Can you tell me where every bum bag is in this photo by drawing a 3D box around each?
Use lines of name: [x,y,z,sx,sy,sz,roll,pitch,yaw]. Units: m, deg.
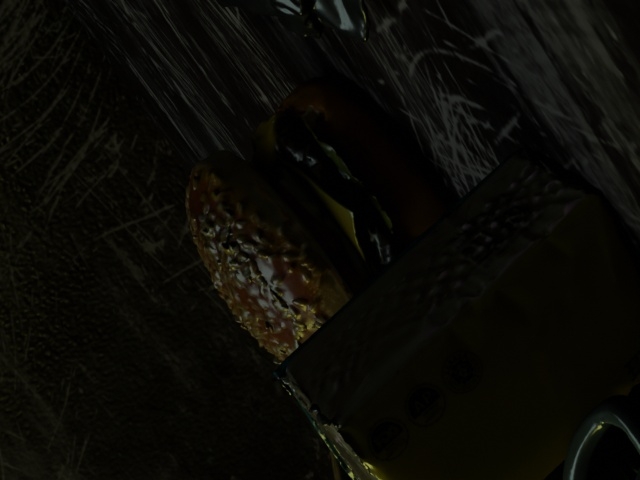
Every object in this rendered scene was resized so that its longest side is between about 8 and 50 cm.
bum bag: [-0.050,-0.240,1.607,0.310,0.074,0.137,29,145,56]

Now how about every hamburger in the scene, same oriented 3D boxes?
hamburger: [0.000,0.000,1.906,0.291,0.225,0.291,50,170,12]

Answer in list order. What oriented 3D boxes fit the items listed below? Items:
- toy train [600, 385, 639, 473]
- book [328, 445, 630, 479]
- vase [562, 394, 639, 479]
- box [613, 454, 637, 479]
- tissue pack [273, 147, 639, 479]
toy train: [0.255,0.152,1.739,0.111,0.071,0.170,44,177,-18]
book: [0.140,0.202,1.729,0.389,0.269,0.032,-110,27,-79]
vase: [0.261,0.250,1.409,0.251,0.156,0.301,48,141,27]
box: [0.306,0.412,1.930,0.116,0.264,0.415,43,169,52]
tissue pack: [0.125,0.093,1.463,0.134,0.271,0.192,33,163,54]
